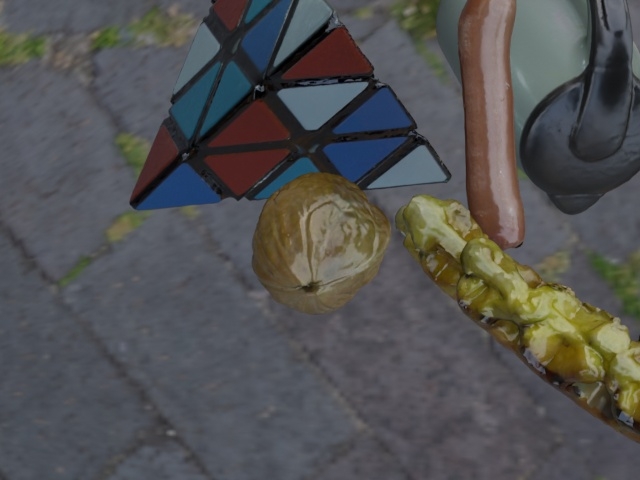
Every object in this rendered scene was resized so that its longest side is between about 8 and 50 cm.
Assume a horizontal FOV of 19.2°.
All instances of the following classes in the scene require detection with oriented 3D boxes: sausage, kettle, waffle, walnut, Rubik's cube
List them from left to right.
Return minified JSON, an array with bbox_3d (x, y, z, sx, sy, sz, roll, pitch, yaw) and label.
[{"bbox_3d":[-0.041,-0.125,1.492,0.250,0.234,0.284,-33,89,-17],"label":"Rubik's cube"},{"bbox_3d":[0.000,0.000,1.401,0.105,0.105,0.124,47,32,-12],"label":"walnut"},{"bbox_3d":[0.115,-0.086,1.282,0.043,0.043,0.186,-2,89,-21],"label":"sausage"},{"bbox_3d":[0.140,0.050,1.129,0.243,0.238,0.059,37,92,12],"label":"waffle"},{"bbox_3d":[0.219,-0.174,1.735,0.161,0.236,0.221,1,127,-16],"label":"kettle"}]
